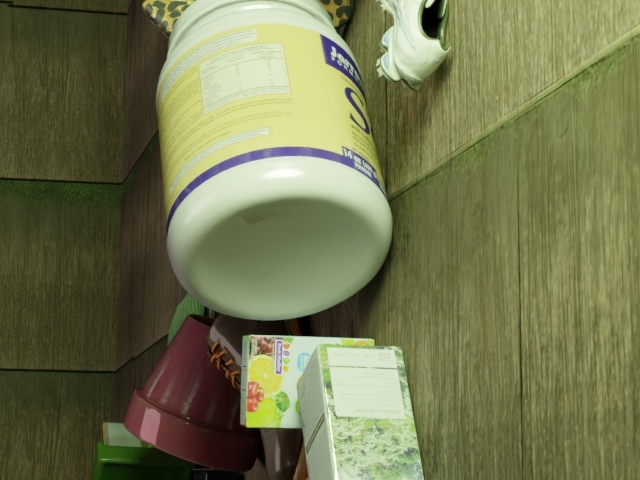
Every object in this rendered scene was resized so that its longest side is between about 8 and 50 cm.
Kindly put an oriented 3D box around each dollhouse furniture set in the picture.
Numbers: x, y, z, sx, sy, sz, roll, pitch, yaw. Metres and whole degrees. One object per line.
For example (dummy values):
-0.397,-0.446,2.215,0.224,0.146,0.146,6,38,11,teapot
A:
-0.274,0.243,2.164,0.197,0.151,0.301,-106,26,-53,dollhouse furniture set

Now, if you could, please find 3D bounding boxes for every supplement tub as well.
-0.059,-0.105,1.516,0.241,0.241,0.331,110,157,-47,supplement tub

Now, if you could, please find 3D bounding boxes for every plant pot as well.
-0.160,0.210,1.941,0.201,0.201,0.180,-151,81,-73,plant pot

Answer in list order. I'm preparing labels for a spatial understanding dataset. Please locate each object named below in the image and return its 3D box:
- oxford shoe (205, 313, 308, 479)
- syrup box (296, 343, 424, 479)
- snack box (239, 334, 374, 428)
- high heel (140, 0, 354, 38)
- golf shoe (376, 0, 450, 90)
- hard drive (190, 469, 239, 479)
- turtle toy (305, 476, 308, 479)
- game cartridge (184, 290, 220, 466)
-0.081,0.167,1.734,0.130,0.133,0.364,110,157,-45,oxford shoe
0.042,0.226,1.351,0.096,0.093,0.237,114,154,-52,syrup box
-0.014,0.154,1.480,0.037,0.141,0.100,166,107,-75,snack box
-0.089,-0.299,1.667,0.186,0.261,0.093,108,-177,-48,high heel
0.098,-0.238,1.340,0.086,0.069,0.176,-30,59,48,golf shoe
-0.179,0.533,2.148,0.237,0.064,0.339,149,124,-72,hard drive
0.015,0.291,1.487,0.095,0.066,0.130,113,155,-52,turtle toy
-0.181,0.194,2.240,0.230,0.068,0.355,139,133,-74,game cartridge
